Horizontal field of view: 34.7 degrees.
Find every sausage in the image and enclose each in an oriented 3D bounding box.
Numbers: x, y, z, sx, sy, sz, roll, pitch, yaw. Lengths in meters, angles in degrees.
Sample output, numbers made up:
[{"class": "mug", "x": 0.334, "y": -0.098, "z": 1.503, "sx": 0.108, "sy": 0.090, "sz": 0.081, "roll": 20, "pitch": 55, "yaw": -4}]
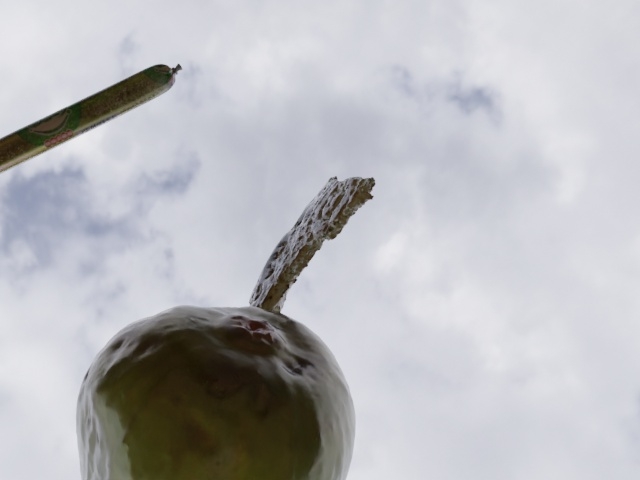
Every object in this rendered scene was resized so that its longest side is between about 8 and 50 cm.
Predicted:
[{"class": "sausage", "x": -0.256, "y": -0.112, "z": 1.011, "sx": 0.269, "sy": 0.033, "sz": 0.033, "roll": -28, "pitch": -110, "yaw": -11}]

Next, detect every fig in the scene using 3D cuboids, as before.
[{"class": "fig", "x": -0.125, "y": 0.249, "z": 1.198, "sx": 0.343, "sy": 0.343, "sz": 0.343, "roll": 5, "pitch": -120, "yaw": -9}]

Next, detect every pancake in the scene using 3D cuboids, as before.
[{"class": "pancake", "x": 0.000, "y": 0.000, "z": 1.411, "sx": 0.057, "sy": 0.244, "sz": 0.266, "roll": 38, "pitch": -131, "yaw": -17}]
